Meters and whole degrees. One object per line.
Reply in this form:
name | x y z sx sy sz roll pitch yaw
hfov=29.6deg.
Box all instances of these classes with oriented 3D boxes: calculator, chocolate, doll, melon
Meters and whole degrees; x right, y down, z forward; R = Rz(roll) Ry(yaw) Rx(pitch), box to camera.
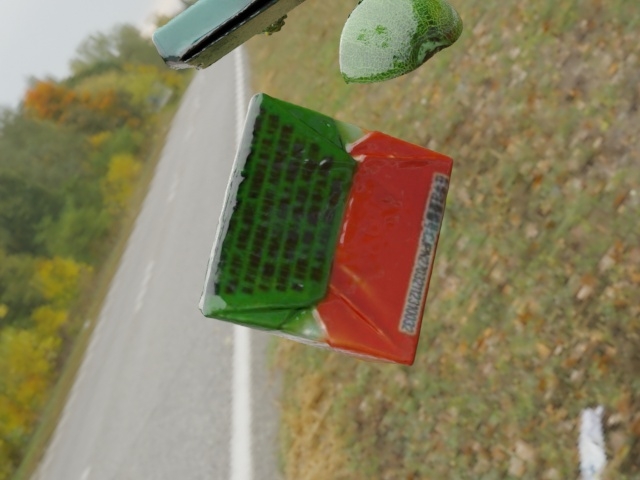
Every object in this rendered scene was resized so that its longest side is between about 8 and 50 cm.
calculator | -0.073 -0.289 1.428 0.248 0.058 0.274 -33 5 7
chocolate | 0.000 0.000 1.880 0.161 0.341 0.360 144 141 -68
doll | -0.081 -0.402 2.071 0.076 0.078 0.113 -14 -8 -25
melon | 0.158 -0.413 2.331 0.265 0.129 0.169 -36 29 -13
